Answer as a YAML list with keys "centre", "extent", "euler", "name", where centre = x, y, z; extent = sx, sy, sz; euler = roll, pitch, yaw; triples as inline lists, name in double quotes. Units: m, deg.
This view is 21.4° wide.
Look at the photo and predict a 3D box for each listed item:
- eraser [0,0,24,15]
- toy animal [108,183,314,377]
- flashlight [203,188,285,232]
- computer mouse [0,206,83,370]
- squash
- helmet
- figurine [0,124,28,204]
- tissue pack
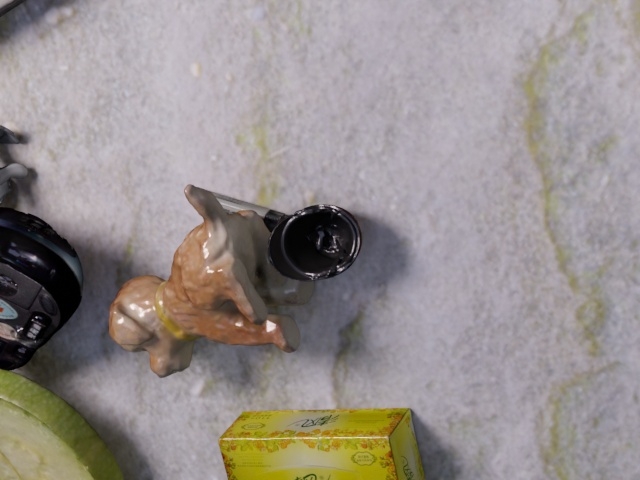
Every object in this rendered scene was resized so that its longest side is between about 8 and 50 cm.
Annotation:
- centre: [-0.354, -0.215, 1.532]
  extent: [0.352, 0.061, 0.089]
  euler: [-26, 101, 30]
  name: "eraser"
- centre: [-0.130, 0.031, 1.505]
  extent: [0.185, 0.104, 0.184]
  euler: [-11, 129, 35]
  name: "toy animal"
- centre: [-0.072, -0.026, 1.517]
  extent: [0.083, 0.018, 0.018]
  euler: [17, 116, 16]
  name: "flashlight"
- centre: [-0.297, 0.036, 1.587]
  extent: [0.137, 0.096, 0.233]
  euler: [34, 145, -10]
  name: "computer mouse"
- centre: [-0.309, 0.232, 1.689]
  extent: [0.252, 0.049, 0.252]
  euler: [14, 130, 18]
  name: "squash"
- centre: [-0.001, 0.000, 1.479]
  extent: [0.084, 0.049, 0.065]
  euler: [-13, 94, 14]
  name: "helmet"
- centre: [-0.320, -0.064, 1.577]
  extent: [0.082, 0.094, 0.086]
  euler: [170, 101, -65]
  name: "figurine"
- centre: [0.002, 0.211, 1.567]
  extent: [0.176, 0.062, 0.095]
  euler: [-4, 111, 24]
  name: "tissue pack"
